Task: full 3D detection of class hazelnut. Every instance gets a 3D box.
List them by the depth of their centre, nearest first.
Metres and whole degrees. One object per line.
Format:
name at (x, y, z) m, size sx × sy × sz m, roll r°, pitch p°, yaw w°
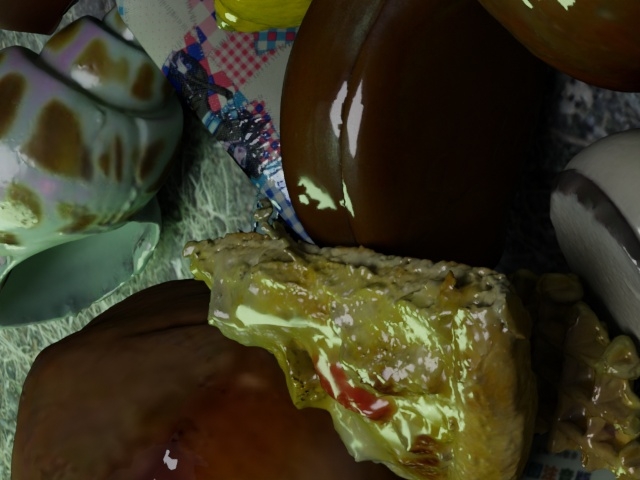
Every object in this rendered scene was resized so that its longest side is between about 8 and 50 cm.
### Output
hazelnut at (-0.079, 0.198, 1.185) m, size 0.372 × 0.315 × 0.372 m, roll 45°, pitch 174°, yaw 6°

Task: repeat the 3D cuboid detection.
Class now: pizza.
pizza at (0.015, 0.082, 0.972) m, size 0.287 × 0.075 × 0.280 m, roll 25°, pitch 146°, yaw 28°

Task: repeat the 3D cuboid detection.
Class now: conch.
conch at (-0.234, -0.073, 1.325) m, size 0.368 × 0.249 × 0.197 m, roll -29°, pitch 49°, yaw 33°

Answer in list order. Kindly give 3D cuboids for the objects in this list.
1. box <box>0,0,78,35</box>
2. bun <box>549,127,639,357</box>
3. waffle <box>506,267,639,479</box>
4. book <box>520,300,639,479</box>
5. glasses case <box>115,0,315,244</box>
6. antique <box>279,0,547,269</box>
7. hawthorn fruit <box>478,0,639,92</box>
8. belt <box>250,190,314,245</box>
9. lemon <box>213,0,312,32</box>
box at (-0.269, -0.428, 1.197) m, size 0.344 × 0.122 × 0.385 m, roll -48°, pitch 70°, yaw 22°
bun at (0.233, 0.002, 0.930) m, size 0.173 × 0.119 × 0.173 m, roll 58°, pitch 173°, yaw 12°
waffle at (0.155, 0.098, 0.999) m, size 0.192 × 0.046 × 0.161 m, roll -30°, pitch 76°, yaw 59°
book at (0.156, 0.189, 1.002) m, size 0.228 × 0.018 × 0.323 m, roll 4°, pitch 66°, yaw 44°
glasses case at (-0.044, -0.133, 1.165) m, size 0.125 × 0.076 × 0.327 m, roll -43°, pitch 71°, yaw 9°
antique at (0.065, -0.097, 0.989) m, size 0.129 × 0.223 × 0.278 m, roll 19°, pitch 127°, yaw 37°
hawthorn fruit at (0.199, -0.206, 0.789) m, size 0.301 × 0.267 × 0.268 m, roll 51°, pitch 135°, yaw 7°
belt at (0.000, 0.000, 1.210) m, size 0.140 × 0.058 × 0.105 m, roll 36°, pitch 124°, yaw 31°
lemon at (-0.021, -0.261, 1.042) m, size 0.187 × 0.186 × 0.244 m, roll 31°, pitch 117°, yaw 33°
